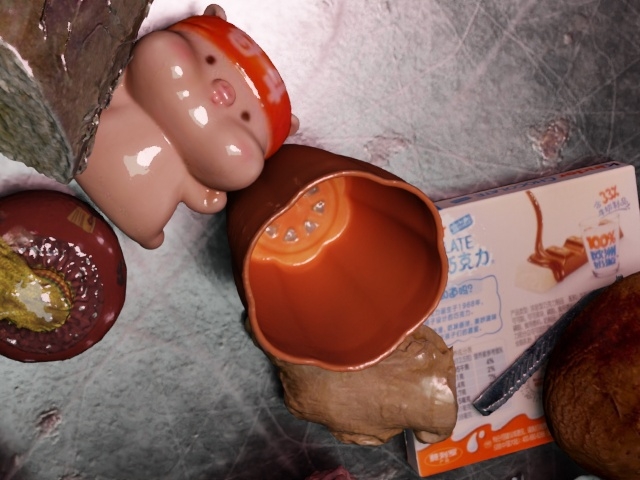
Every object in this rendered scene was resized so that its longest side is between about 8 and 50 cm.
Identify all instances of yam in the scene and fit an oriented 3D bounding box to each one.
[{"bbox_3d":[-0.218,-0.224,1.157,0.202,0.201,0.271,21,61,15],"label":"yam"}]

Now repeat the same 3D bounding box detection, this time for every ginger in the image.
[{"bbox_3d":[0.027,0.133,1.381,0.213,0.074,0.137,9,109,7],"label":"ginger"}]

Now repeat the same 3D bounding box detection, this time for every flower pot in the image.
[{"bbox_3d":[0.000,0.000,1.303,0.191,0.173,0.190,-6,112,-15],"label":"flower pot"}]

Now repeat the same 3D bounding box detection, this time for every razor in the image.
[{"bbox_3d":[0.225,0.104,1.421,0.190,0.033,0.066,-40,138,0],"label":"razor"}]

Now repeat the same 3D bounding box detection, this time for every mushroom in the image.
[{"bbox_3d":[0.318,0.142,1.383,0.194,0.138,0.231,-18,124,-25],"label":"mushroom"}]

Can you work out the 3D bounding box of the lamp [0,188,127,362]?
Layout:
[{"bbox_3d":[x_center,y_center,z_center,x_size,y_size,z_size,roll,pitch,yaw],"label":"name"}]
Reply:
[{"bbox_3d":[-0.246,0.036,1.273,0.157,0.135,0.156,-28,107,-10],"label":"lamp"}]

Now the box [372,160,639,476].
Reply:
[{"bbox_3d":[0.198,0.076,1.446,0.273,0.048,0.265,-12,105,-12],"label":"box"}]

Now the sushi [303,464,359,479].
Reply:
[{"bbox_3d":[0.022,0.352,1.363,0.171,0.236,0.270,-31,111,1],"label":"sushi"}]

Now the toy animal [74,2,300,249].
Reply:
[{"bbox_3d":[-0.123,-0.099,1.268,0.198,0.171,0.171,-39,108,1],"label":"toy animal"}]

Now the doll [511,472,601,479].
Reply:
[{"bbox_3d":[0.225,0.297,1.445,0.158,0.159,0.059,-53,131,-4],"label":"doll"}]
